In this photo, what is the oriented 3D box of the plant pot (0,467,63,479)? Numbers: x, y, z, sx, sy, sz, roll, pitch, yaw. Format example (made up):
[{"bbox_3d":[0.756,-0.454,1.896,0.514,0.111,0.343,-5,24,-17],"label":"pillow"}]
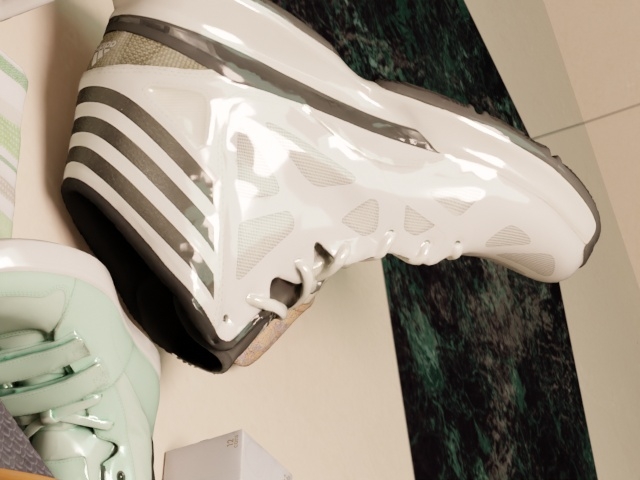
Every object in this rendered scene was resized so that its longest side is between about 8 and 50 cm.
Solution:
[{"bbox_3d":[-0.128,0.259,0.815,0.291,0.291,0.203,48,48,-44],"label":"plant pot"}]

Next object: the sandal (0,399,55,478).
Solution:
[{"bbox_3d":[-0.218,0.073,0.913,0.254,0.054,0.097,59,11,3],"label":"sandal"}]

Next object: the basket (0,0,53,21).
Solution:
[{"bbox_3d":[-0.126,-0.363,1.177,0.331,0.328,0.266,65,19,-8],"label":"basket"}]

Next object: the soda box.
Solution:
[{"bbox_3d":[-0.069,0.243,1.196,0.074,0.069,0.216,49,31,-42],"label":"soda box"}]

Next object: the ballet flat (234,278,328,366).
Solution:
[{"bbox_3d":[-0.022,-0.024,1.454,0.107,0.106,0.316,57,27,-31],"label":"ballet flat"}]

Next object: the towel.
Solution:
[{"bbox_3d":[-0.228,-0.074,1.130,0.113,0.023,0.152,43,36,-48],"label":"towel"}]

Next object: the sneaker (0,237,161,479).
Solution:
[{"bbox_3d":[-0.156,0.102,1.043,0.256,0.094,0.151,52,28,-59],"label":"sneaker"}]

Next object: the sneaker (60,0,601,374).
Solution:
[{"bbox_3d":[-0.001,0.000,1.314,0.448,0.169,0.257,25,76,-25],"label":"sneaker"}]
